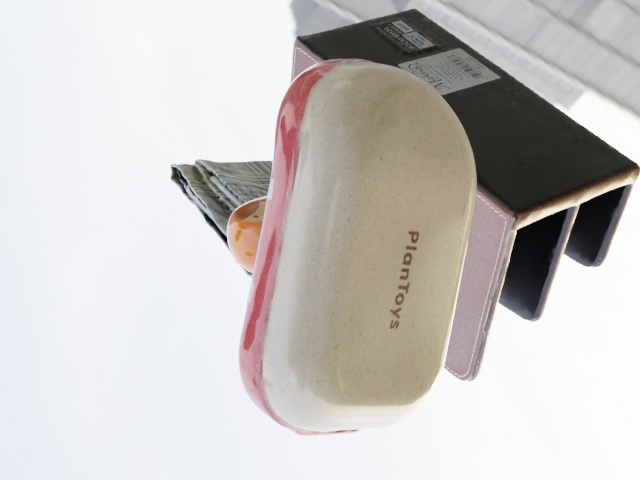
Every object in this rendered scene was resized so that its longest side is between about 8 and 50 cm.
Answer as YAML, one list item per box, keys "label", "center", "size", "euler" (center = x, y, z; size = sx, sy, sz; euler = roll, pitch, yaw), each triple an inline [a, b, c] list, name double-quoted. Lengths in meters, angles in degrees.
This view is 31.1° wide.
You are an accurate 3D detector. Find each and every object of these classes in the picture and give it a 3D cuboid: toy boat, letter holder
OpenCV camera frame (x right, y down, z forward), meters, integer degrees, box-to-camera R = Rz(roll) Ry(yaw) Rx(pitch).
- label: "toy boat"
  center: [0.000, 0.000, 0.729]
  size: [0.151, 0.231, 0.151]
  euler: [14, -176, 43]
- label: "letter holder"
  center: [0.110, -0.044, 1.077]
  size: [0.152, 0.214, 0.302]
  euler: [-20, -133, -31]

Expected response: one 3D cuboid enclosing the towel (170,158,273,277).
- label: "towel"
  center: [-0.011, -0.046, 1.569]
  size: [0.324, 0.056, 0.312]
  euler: [-4, -150, -29]
